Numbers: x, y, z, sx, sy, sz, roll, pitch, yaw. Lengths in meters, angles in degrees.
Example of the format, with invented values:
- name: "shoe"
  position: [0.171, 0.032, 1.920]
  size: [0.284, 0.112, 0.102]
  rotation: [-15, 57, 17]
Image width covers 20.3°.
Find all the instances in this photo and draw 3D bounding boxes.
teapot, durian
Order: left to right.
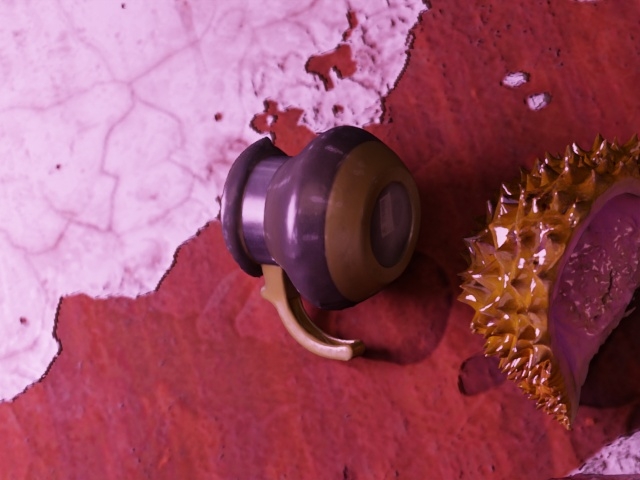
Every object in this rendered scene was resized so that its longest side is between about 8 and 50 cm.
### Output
- name: "teapot"
  position: [0.000, 0.000, 1.262]
  size: [0.119, 0.130, 0.166]
  rotation: [7, 103, 32]
- name: "durian"
  position: [0.169, 0.011, 1.224]
  size: [0.132, 0.165, 0.182]
  rotation: [32, 105, -16]

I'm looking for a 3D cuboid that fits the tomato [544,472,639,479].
- name: "tomato"
  position: [0.201, 0.242, 1.036]
  size: [0.338, 0.338, 0.144]
  rotation: [-3, 98, 14]
